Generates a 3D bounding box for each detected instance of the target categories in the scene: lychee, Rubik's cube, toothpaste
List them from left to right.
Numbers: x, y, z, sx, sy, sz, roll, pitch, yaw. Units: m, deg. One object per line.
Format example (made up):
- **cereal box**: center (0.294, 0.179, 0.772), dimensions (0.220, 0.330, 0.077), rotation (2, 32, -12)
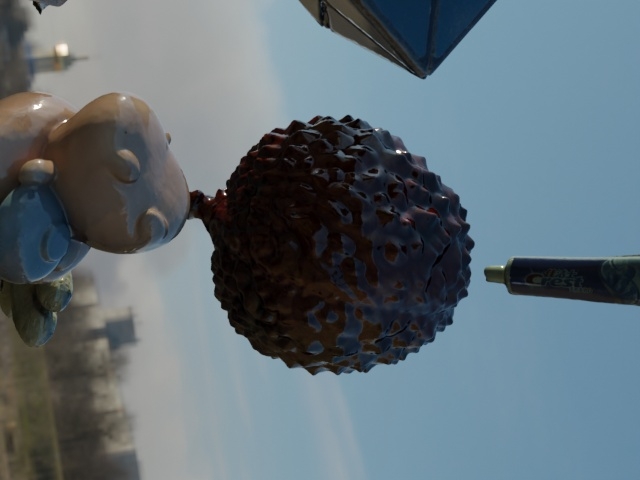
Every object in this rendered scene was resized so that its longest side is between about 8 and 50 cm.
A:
- **lychee**: center (0.000, 0.000, 2.113), dimensions (0.424, 0.500, 0.424), rotation (-161, -90, -76)
- **Rubik's cube**: center (0.084, -0.392, 1.656), dimensions (0.260, 0.259, 0.255), rotation (41, -2, -41)
- **toothpaste**: center (0.326, 0.046, 1.600), dimensions (0.047, 0.268, 0.069), rotation (51, 47, -54)

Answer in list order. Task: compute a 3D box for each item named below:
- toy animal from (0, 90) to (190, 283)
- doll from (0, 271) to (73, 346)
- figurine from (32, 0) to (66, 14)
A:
- **toy animal**: center (-0.259, -0.069, 1.399), dimensions (0.229, 0.221, 0.210), rotation (-123, -169, -56)
- **doll**: center (-0.410, 0.007, 1.838), dimensions (0.149, 0.175, 0.278), rotation (47, 12, -49)
- **figurine**: center (-0.382, -0.368, 1.615), dimensions (0.141, 0.237, 0.162), rotation (-43, -121, 21)
